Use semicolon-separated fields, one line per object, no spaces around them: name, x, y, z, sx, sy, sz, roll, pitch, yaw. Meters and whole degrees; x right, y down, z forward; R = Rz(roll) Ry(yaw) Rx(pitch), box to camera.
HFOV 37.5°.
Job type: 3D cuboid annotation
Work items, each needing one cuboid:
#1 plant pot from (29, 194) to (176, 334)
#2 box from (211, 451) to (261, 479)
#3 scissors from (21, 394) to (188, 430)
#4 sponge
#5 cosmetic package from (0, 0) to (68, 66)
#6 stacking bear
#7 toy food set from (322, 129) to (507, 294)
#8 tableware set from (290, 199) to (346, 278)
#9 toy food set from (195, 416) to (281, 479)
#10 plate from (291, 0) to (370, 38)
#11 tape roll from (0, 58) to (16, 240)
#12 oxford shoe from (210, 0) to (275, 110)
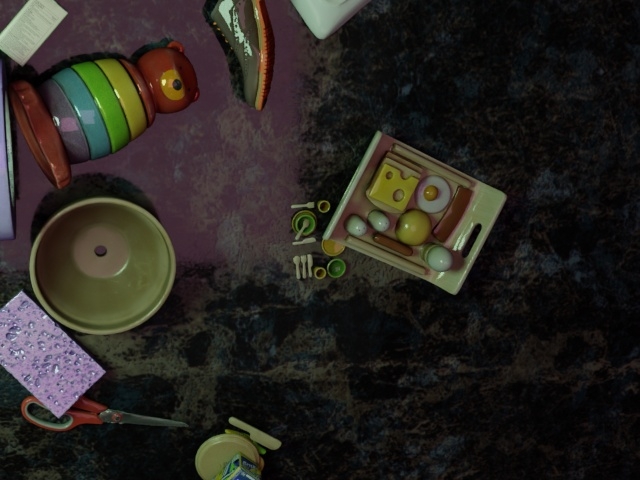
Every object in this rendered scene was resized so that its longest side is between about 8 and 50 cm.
plant pot;-0.370;0.032;1.602;0.237;0.110;0.237;-4;105;-15
box;-0.187;0.483;1.786;0.059;0.054;0.169;40;103;-18
scissors;-0.395;0.328;1.729;0.297;0.021;0.109;27;94;-23
sponge;-0.487;0.197;1.643;0.117;0.031;0.210;-43;106;-6
cosmetic package;-0.462;-0.340;1.506;0.060;0.041;0.115;42;90;-22
stacking bear;-0.332;-0.223;1.519;0.289;0.164;0.175;-26;109;-20
toy food set;0.177;-0.047;1.745;0.306;0.092;0.220;23;97;-27
tableware set;0.000;0.000;1.751;0.104;0.024;0.154;-8;107;-15
toy food set;-0.175;0.423;1.814;0.132;0.038;0.192;33;105;-17
plate;0.032;-0.531;1.601;0.278;0.045;0.277;-39;113;-3
tape roll;-0.513;-0.135;1.422;0.090;0.275;0.275;-3;106;-17
oxford shoe;-0.130;-0.354;1.589;0.098;0.097;0.271;-2;102;4
